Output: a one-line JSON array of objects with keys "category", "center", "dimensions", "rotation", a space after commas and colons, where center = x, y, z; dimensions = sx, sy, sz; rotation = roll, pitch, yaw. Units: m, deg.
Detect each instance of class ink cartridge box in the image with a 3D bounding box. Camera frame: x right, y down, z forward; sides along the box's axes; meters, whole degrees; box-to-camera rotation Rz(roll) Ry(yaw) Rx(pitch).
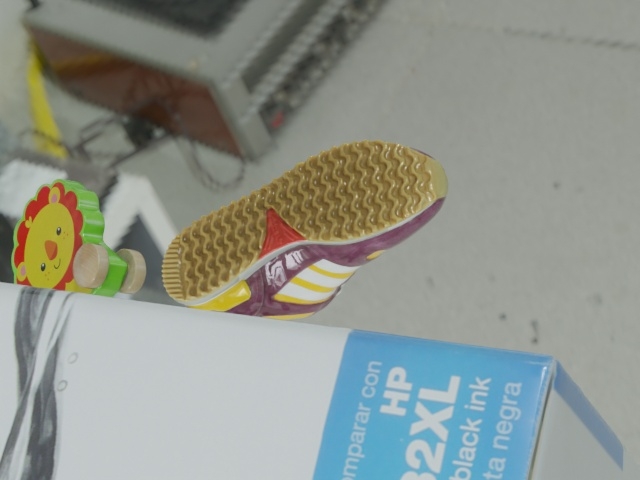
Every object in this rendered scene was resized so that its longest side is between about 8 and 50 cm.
[{"category": "ink cartridge box", "center": [-0.046, 0.110, 0.688], "dimensions": [0.307, 0.223, 0.129], "rotation": [7, 74, 22]}]

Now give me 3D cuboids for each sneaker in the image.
[{"category": "sneaker", "center": [0.000, 0.000, 1.089], "dimensions": [0.185, 0.084, 0.069], "rotation": [-20, 59, 20]}]

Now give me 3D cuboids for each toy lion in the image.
[{"category": "toy lion", "center": [-0.139, 0.021, 0.965], "dimensions": [0.096, 0.034, 0.100], "rotation": [35, 108, 45]}]
